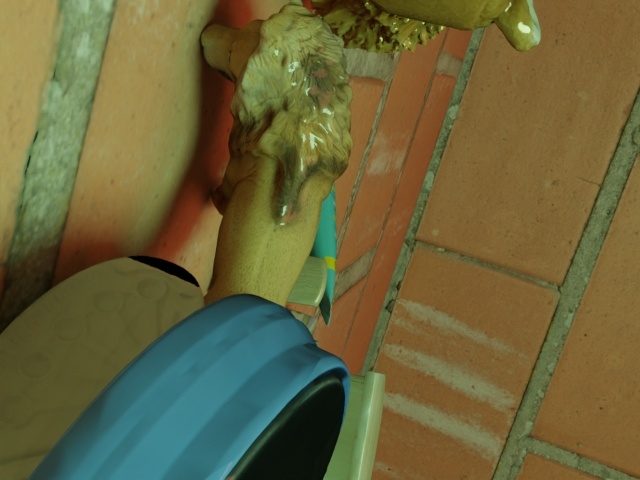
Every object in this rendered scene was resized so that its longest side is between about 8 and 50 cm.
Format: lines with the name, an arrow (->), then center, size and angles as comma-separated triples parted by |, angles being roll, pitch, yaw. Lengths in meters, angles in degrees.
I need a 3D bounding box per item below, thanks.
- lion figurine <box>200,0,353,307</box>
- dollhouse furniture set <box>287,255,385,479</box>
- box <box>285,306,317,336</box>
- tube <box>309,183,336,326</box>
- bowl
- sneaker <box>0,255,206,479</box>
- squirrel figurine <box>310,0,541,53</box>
lion figurine -> -0.057, 0.012, 0.691 | 0.240, 0.142, 0.392 | 129, -32, -71
dollhouse furniture set -> 0.006, 0.172, 0.990 | 0.303, 0.198, 0.286 | 34, 65, -69
box -> -0.092, 0.201, 1.134 | 0.324, 0.063, 0.067 | -49, 154, -58
tube -> 0.000, 0.000, 1.037 | 0.080, 0.052, 0.207 | 84, 1, -67
bowl -> -0.098, 0.223, 0.514 | 0.391, 0.077, 0.391 | -56, 163, -27
sneaker -> -0.191, 0.188, 0.584 | 0.236, 0.130, 0.323 | 108, 6, -51
squirrel figurine -> 0.122, -0.307, 0.706 | 0.397, 0.281, 0.370 | 106, -3, -66
